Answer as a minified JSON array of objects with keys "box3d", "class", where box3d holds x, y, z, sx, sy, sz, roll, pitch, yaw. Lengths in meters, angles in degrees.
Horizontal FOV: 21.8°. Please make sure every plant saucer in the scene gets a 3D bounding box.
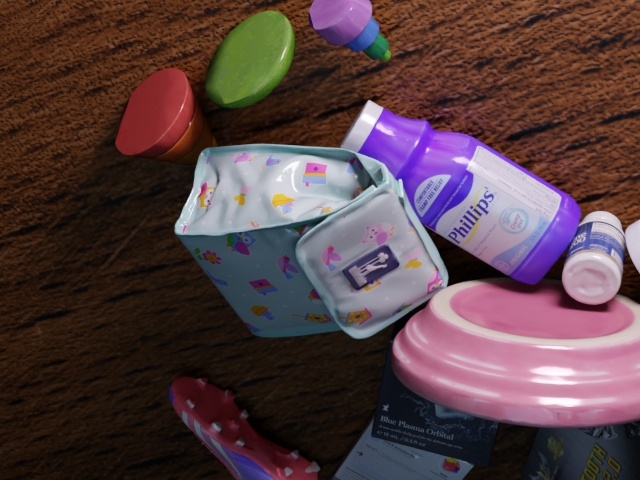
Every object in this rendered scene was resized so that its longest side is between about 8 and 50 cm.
[{"box3d":[0.247,0.115,1.879,0.332,0.332,0.084,7,107,12],"class":"plant saucer"}]

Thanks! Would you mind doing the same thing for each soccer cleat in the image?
[{"box3d":[-0.113,0.278,2.223,0.248,0.083,0.095,37,128,-11],"class":"soccer cleat"}]

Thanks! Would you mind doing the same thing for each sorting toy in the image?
[{"box3d":[-0.068,-0.171,1.934,0.366,0.127,0.126,-26,134,29],"class":"sorting toy"}]

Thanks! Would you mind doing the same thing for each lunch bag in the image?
[{"box3d":[0.000,0.000,1.931,0.262,0.160,0.223,-2,143,26],"class":"lunch bag"}]

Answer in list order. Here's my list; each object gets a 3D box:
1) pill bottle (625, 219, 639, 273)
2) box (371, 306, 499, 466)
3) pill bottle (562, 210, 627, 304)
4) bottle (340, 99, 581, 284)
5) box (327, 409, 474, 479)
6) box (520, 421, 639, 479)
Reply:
[{"box3d":[0.453,-0.026,1.848,0.216,0.121,0.121,-33,107,30],"class":"pill bottle"},{"box3d":[0.156,0.180,2.077,0.156,0.093,0.158,14,122,8],"class":"box"},{"box3d":[0.317,0.016,1.912,0.067,0.120,0.067,7,122,12],"class":"pill bottle"},{"box3d":[0.159,-0.063,1.926,0.283,0.092,0.118,32,126,-4],"class":"bottle"},{"box3d":[0.100,0.315,2.207,0.145,0.038,0.186,29,125,-3],"class":"box"},{"box3d":[0.352,0.262,2.033,0.183,0.056,0.231,44,133,35],"class":"box"}]
